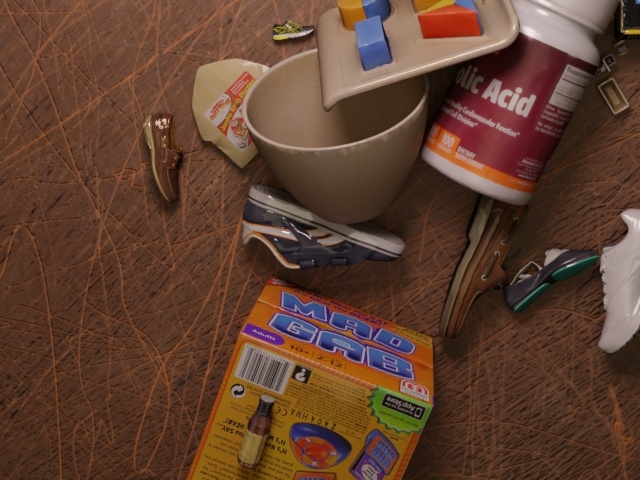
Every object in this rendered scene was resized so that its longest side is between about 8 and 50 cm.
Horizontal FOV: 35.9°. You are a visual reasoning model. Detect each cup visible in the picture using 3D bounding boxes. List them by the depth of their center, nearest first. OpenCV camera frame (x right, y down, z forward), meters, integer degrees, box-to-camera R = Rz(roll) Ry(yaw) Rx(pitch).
[{"bbox_3d":[0.043,-0.171,1.797,0.331,0.331,0.237,-6,130,7],"label":"cup"}]

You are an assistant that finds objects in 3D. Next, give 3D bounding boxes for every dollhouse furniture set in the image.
[{"bbox_3d":[0.546,-0.294,1.807,0.091,0.081,0.114,-31,99,12],"label":"dollhouse furniture set"}]

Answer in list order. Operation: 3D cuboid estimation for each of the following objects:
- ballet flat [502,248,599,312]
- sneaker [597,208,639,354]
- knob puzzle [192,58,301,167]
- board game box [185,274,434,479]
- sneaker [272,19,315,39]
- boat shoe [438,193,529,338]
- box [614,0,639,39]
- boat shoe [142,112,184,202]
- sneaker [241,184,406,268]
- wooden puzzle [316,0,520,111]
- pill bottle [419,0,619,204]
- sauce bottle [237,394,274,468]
[{"bbox_3d":[0.438,0.060,1.916,0.203,0.074,0.074,-37,98,18],"label":"ballet flat"},{"bbox_3d":[0.589,0.075,1.898,0.129,0.111,0.297,22,102,16],"label":"sneaker"},{"bbox_3d":[-0.162,-0.267,1.915,0.213,0.030,0.213,2,105,6],"label":"knob puzzle"},{"bbox_3d":[-0.015,0.332,1.879,0.356,0.356,0.356,21,105,0],"label":"board game box"},{"bbox_3d":[-0.052,-0.401,1.870,0.083,0.031,0.035,-9,102,8],"label":"sneaker"},{"bbox_3d":[0.313,0.058,1.904,0.104,0.111,0.307,18,105,2],"label":"boat shoe"},{"bbox_3d":[0.644,-0.513,1.713,0.257,0.079,0.322,0,91,8],"label":"box"},{"bbox_3d":[-0.299,-0.163,1.938,0.060,0.064,0.178,-10,100,10],"label":"boat shoe"},{"bbox_3d":[0.000,0.000,1.918,0.321,0.126,0.127,20,102,9],"label":"sneaker"},{"bbox_3d":[0.146,-0.384,1.707,0.347,0.322,0.080,-20,127,12],"label":"wooden puzzle"},{"bbox_3d":[0.354,-0.281,1.757,0.224,0.224,0.392,24,105,0],"label":"pill bottle"},{"bbox_3d":[-0.107,0.324,1.682,0.042,0.042,0.128,19,104,1],"label":"sauce bottle"}]
